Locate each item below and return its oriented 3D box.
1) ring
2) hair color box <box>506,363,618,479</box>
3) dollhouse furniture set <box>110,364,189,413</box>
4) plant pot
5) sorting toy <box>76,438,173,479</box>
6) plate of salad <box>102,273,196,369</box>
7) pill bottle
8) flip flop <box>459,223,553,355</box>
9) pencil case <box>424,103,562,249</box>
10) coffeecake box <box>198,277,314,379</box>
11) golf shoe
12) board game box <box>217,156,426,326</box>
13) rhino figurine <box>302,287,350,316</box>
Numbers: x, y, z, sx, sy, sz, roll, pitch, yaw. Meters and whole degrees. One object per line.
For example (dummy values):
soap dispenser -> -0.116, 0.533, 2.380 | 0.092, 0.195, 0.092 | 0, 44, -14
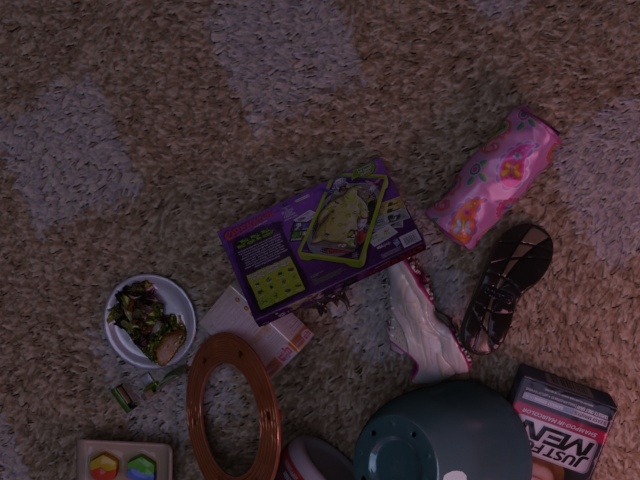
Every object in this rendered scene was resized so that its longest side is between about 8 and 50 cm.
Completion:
ring -> -0.167, 0.345, 1.850 | 0.337, 0.032, 0.336 | 2, 93, 53
hair color box -> 0.411, 0.448, 1.836 | 0.185, 0.113, 0.374 | 19, 99, 6
dollhouse furniture set -> -0.347, 0.286, 1.948 | 0.152, 0.076, 0.058 | -35, 89, 11
plant pot -> 0.200, 0.402, 1.739 | 0.293, 0.235, 0.293 | -6, 81, 39
sorting toy -> -0.402, 0.504, 1.943 | 0.208, 0.038, 0.193 | 3, 96, 8
plate of salad -> -0.353, 0.168, 1.950 | 0.200, 0.048, 0.199 | 1, 97, 9
pill bottle -> -0.081, 0.577, 1.871 | 0.210, 0.210, 0.363 | 40, 100, 3
flip flop -> 0.345, 0.091, 1.818 | 0.112, 0.080, 0.277 | 28, 84, -4
pencil case -> 0.325, -0.119, 1.790 | 0.124, 0.124, 0.284 | 39, 99, 3
coffeecake box -> -0.127, 0.173, 1.878 | 0.185, 0.068, 0.142 | 43, 129, 2
golf shoe -> 0.171, 0.141, 1.841 | 0.140, 0.115, 0.306 | -29, 90, 13
board game box -> 0.000, 0.000, 1.805 | 0.347, 0.056, 0.208 | -25, 68, -1
rhino figurine -> -0.047, 0.074, 1.882 | 0.243, 0.073, 0.106 | 31, 93, 7
